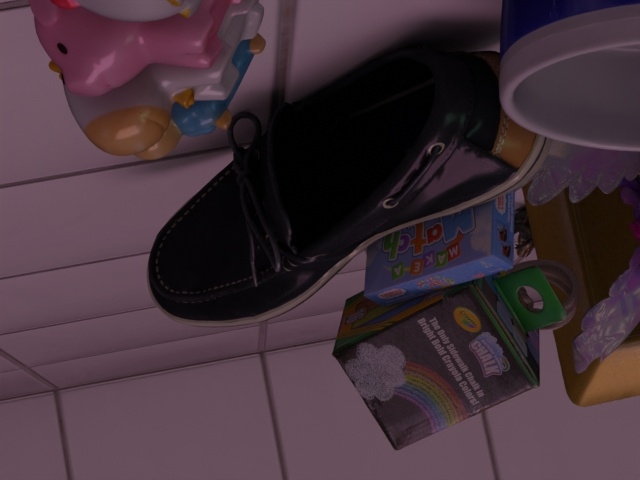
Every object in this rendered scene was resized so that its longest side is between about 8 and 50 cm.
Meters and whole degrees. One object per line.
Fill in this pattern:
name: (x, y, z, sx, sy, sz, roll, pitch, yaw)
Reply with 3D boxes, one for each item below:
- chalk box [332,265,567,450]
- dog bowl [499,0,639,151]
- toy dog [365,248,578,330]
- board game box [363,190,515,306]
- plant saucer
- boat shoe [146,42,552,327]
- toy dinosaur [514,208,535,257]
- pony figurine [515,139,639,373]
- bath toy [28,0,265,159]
chalk box: (0.139, 0.090, 1.448, 0.213, 0.132, 0.132, -27, -163, 18)
dog bowl: (0.274, -0.157, 1.137, 0.265, 0.104, 0.265, 2, 166, 1)
toy dog: (0.115, 0.012, 1.624, 0.220, 0.334, 0.161, -44, 148, -12)
board game box: (0.118, -0.054, 1.408, 0.160, 0.211, 0.039, -20, 145, 40)
plant saucer: (0.431, 0.006, 1.752, 0.333, 0.332, 0.081, -13, 161, 8)
boat shoe: (-0.014, -0.052, 1.387, 0.500, 0.186, 0.156, -25, 153, 38)
toy dinosaur: (0.314, -0.025, 2.209, 0.118, 0.064, 0.268, -16, 169, -13)
pony figurine: (0.391, -0.052, 1.553, 0.363, 0.302, 0.351, 2, -149, 47)
bath toy: (-0.121, -0.146, 0.913, 0.129, 0.151, 0.348, 24, 170, 4)
